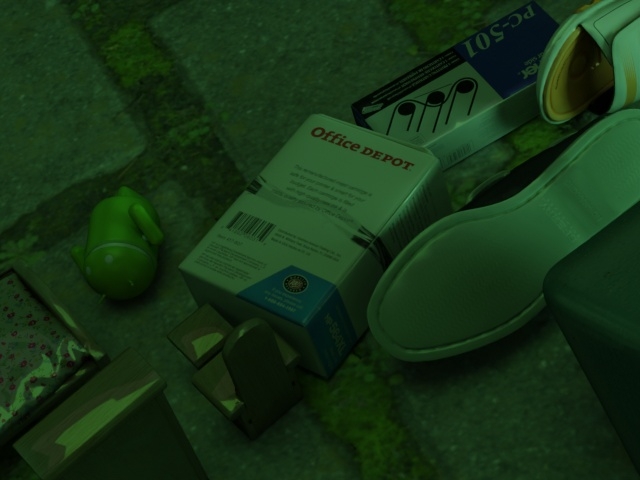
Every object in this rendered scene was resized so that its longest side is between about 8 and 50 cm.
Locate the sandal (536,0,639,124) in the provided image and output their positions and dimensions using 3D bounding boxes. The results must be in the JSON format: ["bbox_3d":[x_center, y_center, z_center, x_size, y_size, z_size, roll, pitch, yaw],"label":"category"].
[{"bbox_3d":[0.310,-0.190,1.395,0.265,0.102,0.076,-35,45,-14],"label":"sandal"}]

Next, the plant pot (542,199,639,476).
[{"bbox_3d":[0.300,0.065,1.083,0.247,0.248,0.252,-36,22,-12],"label":"plant pot"}]

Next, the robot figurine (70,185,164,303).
[{"bbox_3d":[-0.183,0.006,1.424,0.101,0.067,0.115,-30,40,31],"label":"robot figurine"}]

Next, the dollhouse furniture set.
[{"bbox_3d":[-0.244,0.074,1.277,0.303,0.174,0.355,-39,59,-16],"label":"dollhouse furniture set"}]

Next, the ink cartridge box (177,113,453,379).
[{"bbox_3d":[0.000,0.000,1.351,0.148,0.086,0.203,23,60,34],"label":"ink cartridge box"}]

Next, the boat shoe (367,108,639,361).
[{"bbox_3d":[0.165,0.001,1.293,0.302,0.091,0.114,-31,91,-9],"label":"boat shoe"}]

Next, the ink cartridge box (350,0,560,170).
[{"bbox_3d":[0.142,-0.138,1.447,0.207,0.046,0.097,-30,49,-7],"label":"ink cartridge box"}]

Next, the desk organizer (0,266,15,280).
[{"bbox_3d":[-0.324,0.086,1.420,0.130,0.047,0.050,-31,50,-8],"label":"desk organizer"}]
